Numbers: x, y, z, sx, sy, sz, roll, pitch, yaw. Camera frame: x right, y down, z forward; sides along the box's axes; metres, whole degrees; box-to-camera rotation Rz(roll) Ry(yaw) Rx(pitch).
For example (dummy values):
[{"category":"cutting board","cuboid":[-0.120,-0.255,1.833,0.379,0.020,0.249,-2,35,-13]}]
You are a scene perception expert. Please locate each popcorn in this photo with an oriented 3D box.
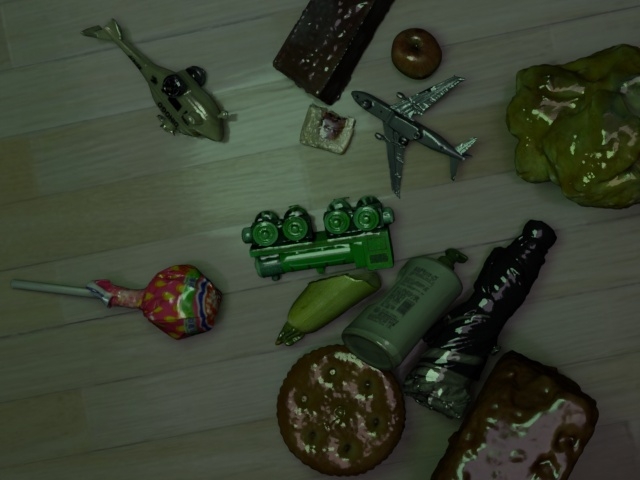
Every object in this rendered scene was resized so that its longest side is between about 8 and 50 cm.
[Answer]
[{"category":"popcorn","cuboid":[0.419,-0.168,1.828,0.276,0.276,0.225,-12,127,4]}]

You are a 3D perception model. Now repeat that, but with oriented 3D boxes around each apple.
[{"category":"apple","cuboid":[0.154,-0.299,1.915,0.084,0.071,0.084,0,73,-2]}]

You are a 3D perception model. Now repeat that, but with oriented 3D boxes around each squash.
[{"category":"squash","cuboid":[-0.002,0.101,1.938,0.200,0.090,0.075,-35,94,17]}]

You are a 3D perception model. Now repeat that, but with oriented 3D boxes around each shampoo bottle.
[{"category":"shampoo bottle","cuboid":[0.147,0.097,1.894,0.234,0.118,0.087,-46,121,-24]}]

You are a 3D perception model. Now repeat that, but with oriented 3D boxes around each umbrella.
[{"category":"umbrella","cuboid":[0.265,0.122,1.925,0.113,0.106,0.358,34,87,-7]}]

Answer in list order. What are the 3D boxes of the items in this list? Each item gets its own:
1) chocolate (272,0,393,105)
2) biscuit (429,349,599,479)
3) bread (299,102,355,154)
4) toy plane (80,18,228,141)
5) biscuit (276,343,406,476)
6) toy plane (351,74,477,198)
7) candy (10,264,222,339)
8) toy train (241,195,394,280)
[{"category":"chocolate","cuboid":[0.046,-0.384,1.910,0.112,0.112,0.321,32,95,12]},{"category":"biscuit","cuboid":[0.266,0.339,1.779,0.166,0.395,0.343,31,91,8]},{"category":"bread","cuboid":[0.010,-0.180,1.949,0.083,0.035,0.070,20,95,0]},{"category":"toy plane","cuboid":[-0.265,-0.262,1.946,0.286,0.092,0.108,46,119,-1]},{"category":"biscuit","cuboid":[0.034,0.277,1.938,0.220,0.066,0.220,0,91,13]},{"category":"toy plane","cuboid":[0.145,-0.184,1.928,0.226,0.058,0.226,29,110,2]},{"category":"candy","cuboid":[-0.343,0.089,1.963,0.365,0.124,0.124,7,93,14]},{"category":"toy train","cuboid":[0.000,0.000,1.938,0.251,0.085,0.119,-9,107,8]}]
